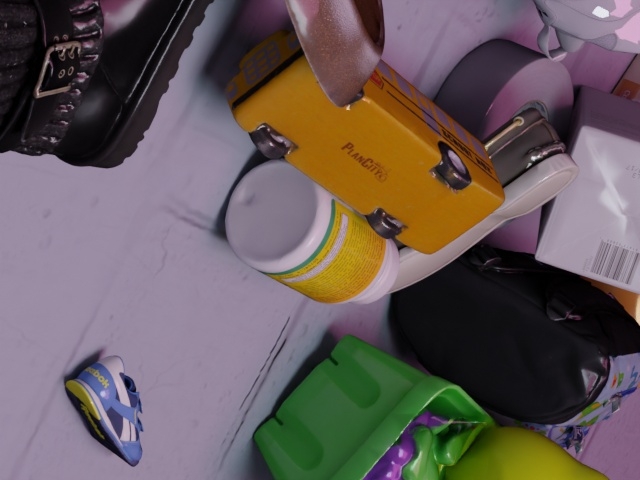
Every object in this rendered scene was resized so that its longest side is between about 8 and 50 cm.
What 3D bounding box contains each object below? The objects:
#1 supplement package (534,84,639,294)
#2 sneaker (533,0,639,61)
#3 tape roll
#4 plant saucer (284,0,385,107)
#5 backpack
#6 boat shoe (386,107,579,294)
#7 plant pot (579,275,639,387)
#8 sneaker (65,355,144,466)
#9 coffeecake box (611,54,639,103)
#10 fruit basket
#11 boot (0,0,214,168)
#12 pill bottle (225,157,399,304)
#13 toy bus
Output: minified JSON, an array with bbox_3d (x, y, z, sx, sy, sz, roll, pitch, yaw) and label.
[{"bbox_3d":[0.378,-0.064,1.933,0.293,0.177,0.175,-56,163,-72],"label":"supplement package"},{"bbox_3d":[0.382,-0.345,1.764,0.365,0.137,0.210,-24,126,-6],"label":"sneaker"},{"bbox_3d":[0.210,-0.125,1.857,0.219,0.072,0.219,-33,137,-36],"label":"tape roll"},{"bbox_3d":[0.000,-0.266,1.297,0.310,0.050,0.311,-13,90,-78],"label":"plant saucer"},{"bbox_3d":[0.275,0.133,1.979,0.355,0.290,0.273,-16,132,-57],"label":"backpack"},{"bbox_3d":[0.137,-0.034,1.733,0.305,0.091,0.109,-32,162,17],"label":"boat shoe"},{"bbox_3d":[0.449,0.091,2.258,0.205,0.205,0.188,-19,112,-47],"label":"plant pot"},{"bbox_3d":[-0.197,0.169,1.526,0.059,0.053,0.144,-47,146,-25],"label":"sneaker"},{"bbox_3d":[0.463,-0.163,2.184,0.142,0.068,0.185,-55,147,-10],"label":"coffeecake box"},{"bbox_3d":[0.154,0.304,1.799,0.283,0.392,0.392,-47,147,-1],"label":"fruit basket"},{"bbox_3d":[-0.203,-0.205,1.168,0.260,0.131,0.348,3,112,-55],"label":"boot"},{"bbox_3d":[0.000,0.000,1.616,0.118,0.117,0.208,-61,148,-1],"label":"pill bottle"},{"bbox_3d":[0.047,-0.105,1.530,0.108,0.130,0.332,-35,135,22],"label":"toy bus"}]
